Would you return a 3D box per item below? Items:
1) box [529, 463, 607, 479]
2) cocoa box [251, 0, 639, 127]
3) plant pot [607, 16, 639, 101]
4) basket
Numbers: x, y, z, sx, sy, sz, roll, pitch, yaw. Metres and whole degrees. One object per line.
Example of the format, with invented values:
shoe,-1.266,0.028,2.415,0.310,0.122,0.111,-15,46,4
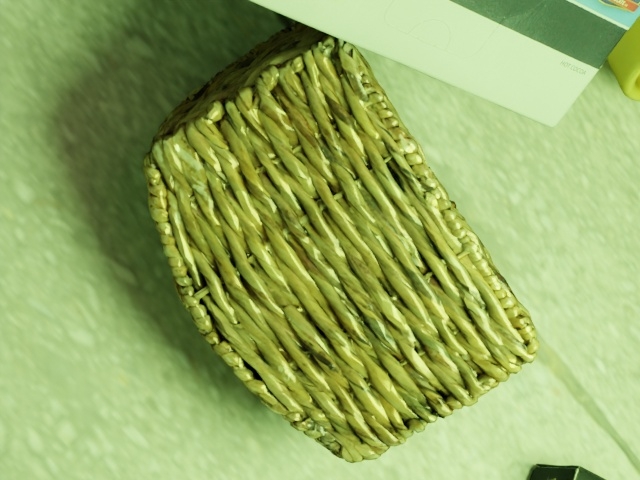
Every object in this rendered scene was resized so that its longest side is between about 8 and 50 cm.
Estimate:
box,0.266,0.381,1.311,0.293,0.073,0.295,29,70,-25
cocoa box,0.072,-0.272,1.101,0.347,0.231,0.228,17,117,-41
plant pot,0.338,-0.283,1.351,0.254,0.254,0.239,-14,75,-31
basket,0.000,0.000,1.194,0.213,0.223,0.299,-33,102,5
